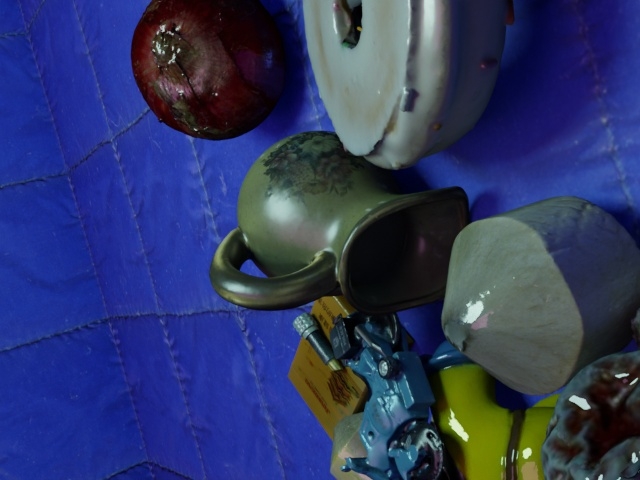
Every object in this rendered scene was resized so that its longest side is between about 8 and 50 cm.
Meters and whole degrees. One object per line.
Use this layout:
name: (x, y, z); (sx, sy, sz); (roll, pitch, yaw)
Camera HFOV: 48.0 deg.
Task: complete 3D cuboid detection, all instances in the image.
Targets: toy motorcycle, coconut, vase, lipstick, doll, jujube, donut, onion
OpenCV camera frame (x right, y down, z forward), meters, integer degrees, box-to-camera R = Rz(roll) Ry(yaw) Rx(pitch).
toy motorcycle: (0.087, 0.223, 1.004); (0.182, 0.123, 0.272); (-53, 42, 42)
coconut: (0.087, 0.350, 1.172); (0.152, 0.147, 0.147); (44, 138, 19)
vase: (0.000, 0.000, 0.995); (0.302, 0.329, 0.241); (31, 140, 46)
lipstick: (-0.002, 0.176, 1.203); (0.116, 0.037, 0.037); (53, 142, 22)
coconut: (0.230, 0.059, 0.781); (0.202, 0.222, 0.202); (38, 139, 44)
doll: (0.239, 0.257, 0.907); (0.363, 0.199, 0.145); (41, 169, 44)
jujube: (0.336, 0.237, 0.641); (0.317, 0.226, 0.226); (43, 155, -24)
donut: (0.093, -0.276, 0.857); (0.382, 0.142, 0.383); (169, 90, -73)
onion: (-0.190, -0.304, 1.213); (0.276, 0.276, 0.276); (28, 126, 47)

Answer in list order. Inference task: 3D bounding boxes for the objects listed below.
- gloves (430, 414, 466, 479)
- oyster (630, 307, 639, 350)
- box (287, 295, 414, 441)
gloves: (0.189, 0.372, 1.027); (0.152, 0.197, 0.301); (54, -149, -67)
oyster: (0.366, 0.099, 0.700); (0.252, 0.087, 0.199); (52, 138, -9)
box: (0.042, 0.208, 1.250); (0.174, 0.076, 0.274); (51, 141, 32)
